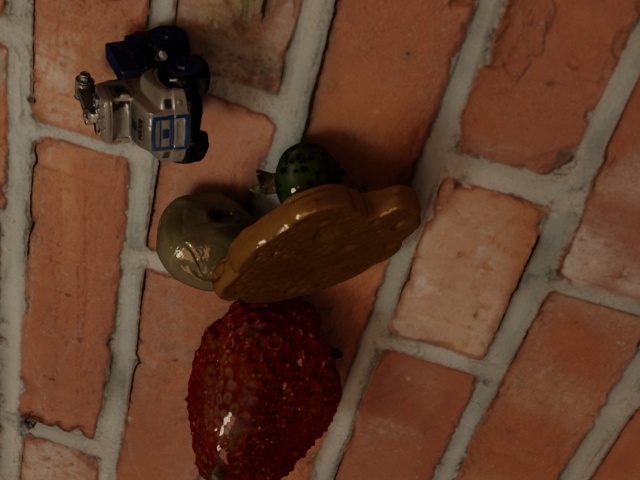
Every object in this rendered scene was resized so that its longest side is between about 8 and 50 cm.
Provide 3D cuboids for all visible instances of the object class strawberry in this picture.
[{"bbox_3d":[-0.113,0.259,1.878,0.267,0.351,0.312,8,136,21],"label":"strawberry"}]

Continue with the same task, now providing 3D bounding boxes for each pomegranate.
[{"bbox_3d":[-0.039,-0.090,1.720,0.161,0.122,0.122,-3,127,12],"label":"pomegranate"}]

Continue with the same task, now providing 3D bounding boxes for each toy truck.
[{"bbox_3d":[-0.263,-0.210,1.636,0.177,0.213,0.161,-10,130,-22],"label":"toy truck"}]

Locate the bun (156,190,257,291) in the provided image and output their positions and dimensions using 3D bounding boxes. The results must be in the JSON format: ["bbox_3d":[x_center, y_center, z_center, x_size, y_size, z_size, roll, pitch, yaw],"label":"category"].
[{"bbox_3d":[-0.175,-0.008,1.803,0.173,0.167,0.113,-1,145,-20],"label":"bun"}]

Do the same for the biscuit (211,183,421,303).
[{"bbox_3d":[0.000,0.000,1.707,0.312,0.057,0.351,-11,158,-25],"label":"biscuit"}]
